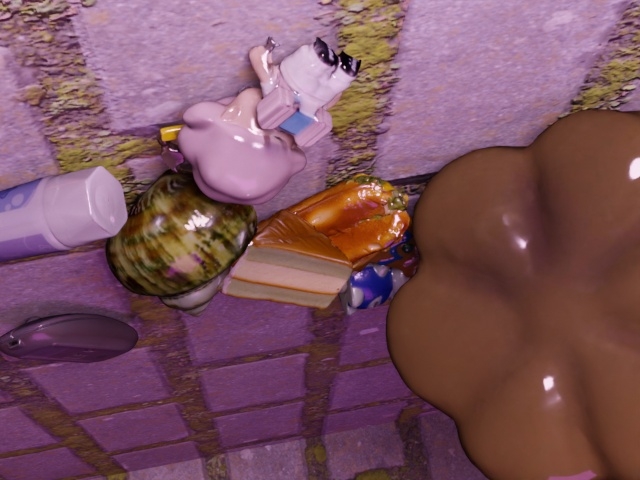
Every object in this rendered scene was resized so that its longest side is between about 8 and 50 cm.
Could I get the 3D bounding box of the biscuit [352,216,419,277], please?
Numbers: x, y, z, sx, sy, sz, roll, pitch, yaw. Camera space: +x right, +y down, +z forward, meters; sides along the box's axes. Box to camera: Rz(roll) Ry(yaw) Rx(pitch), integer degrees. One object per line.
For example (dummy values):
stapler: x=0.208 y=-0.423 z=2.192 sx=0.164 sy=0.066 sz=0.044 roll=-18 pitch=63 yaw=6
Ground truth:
biscuit: x=0.071 y=0.002 z=1.408 sx=0.205 sy=0.031 sz=0.138 roll=11 pitch=134 yaw=-24

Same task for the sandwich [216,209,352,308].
sandwich: x=-0.033 y=0.039 z=1.200 sx=0.079 sy=0.113 sz=0.163 roll=-54 pitch=178 yaw=18

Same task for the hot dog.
hot dog: x=0.000 y=0.000 z=1.312 sx=0.269 sy=0.115 sz=0.072 roll=-23 pitch=-172 yaw=33

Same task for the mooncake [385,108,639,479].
mooncake: x=0.317 y=0.084 z=1.234 sx=0.467 sy=0.467 sz=0.262 roll=-23 pitch=163 yaw=30

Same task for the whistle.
whistle: x=0.069 y=0.055 z=1.523 sx=0.244 sy=0.092 sz=0.110 roll=-8 pitch=162 yaw=-14

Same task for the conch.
conch: x=-0.156 y=0.011 z=1.205 sx=0.187 sy=0.124 sz=0.181 roll=0 pitch=157 yaw=22

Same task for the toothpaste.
toothpaste: x=-0.386 y=-0.001 z=1.142 sx=0.371 sy=0.080 sz=0.125 roll=-14 pitch=162 yaw=21

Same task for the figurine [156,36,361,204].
figurine: x=-0.056 y=-0.104 z=0.996 sx=0.137 sy=0.112 sz=0.229 roll=16 pitch=137 yaw=-44

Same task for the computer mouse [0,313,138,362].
computer mouse: x=-0.375 y=0.144 z=1.572 sx=0.120 sy=0.057 sz=0.232 roll=-22 pitch=161 yaw=28
